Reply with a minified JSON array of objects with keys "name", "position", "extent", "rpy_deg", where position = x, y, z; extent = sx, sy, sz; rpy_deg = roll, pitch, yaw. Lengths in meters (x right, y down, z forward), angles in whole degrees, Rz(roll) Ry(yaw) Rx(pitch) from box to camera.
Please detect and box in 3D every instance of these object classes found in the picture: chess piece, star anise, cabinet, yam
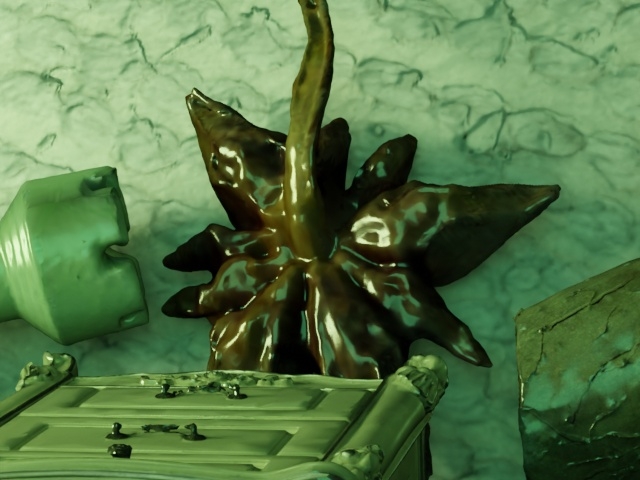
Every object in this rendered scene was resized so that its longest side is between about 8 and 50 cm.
[{"name":"chess piece","position":[-0.279,0.035,1.257],"extent":[0.299,0.194,0.195],"rpy_deg":[-13,71,-5]},{"name":"star anise","position":[0.002,0.001,1.251],"extent":[0.292,0.109,0.350],"rpy_deg":[27,80,8]},{"name":"cabinet","position":[-0.080,0.198,1.057],"extent":[0.289,0.318,0.228],"rpy_deg":[-1,99,13]},{"name":"yam","position":[0.244,0.077,1.172],"extent":[0.254,0.154,0.154],"rpy_deg":[-18,71,7]}]
